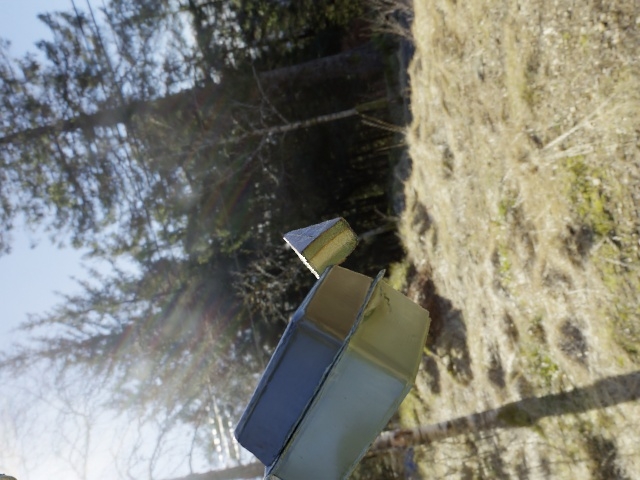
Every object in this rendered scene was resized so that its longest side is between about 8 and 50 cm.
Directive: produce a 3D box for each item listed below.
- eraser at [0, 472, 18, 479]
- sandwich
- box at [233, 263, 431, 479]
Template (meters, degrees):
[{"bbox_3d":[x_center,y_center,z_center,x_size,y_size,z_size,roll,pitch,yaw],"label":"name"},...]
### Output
[{"bbox_3d":[-0.452,0.407,0.641,0.150,0.331,0.331,48,172,6],"label":"eraser"},{"bbox_3d":[0.000,0.000,1.183,0.079,0.113,0.163,53,174,-19],"label":"sandwich"},{"bbox_3d":[0.016,0.186,0.767,0.291,0.166,0.220,-63,-5,26],"label":"box"}]
